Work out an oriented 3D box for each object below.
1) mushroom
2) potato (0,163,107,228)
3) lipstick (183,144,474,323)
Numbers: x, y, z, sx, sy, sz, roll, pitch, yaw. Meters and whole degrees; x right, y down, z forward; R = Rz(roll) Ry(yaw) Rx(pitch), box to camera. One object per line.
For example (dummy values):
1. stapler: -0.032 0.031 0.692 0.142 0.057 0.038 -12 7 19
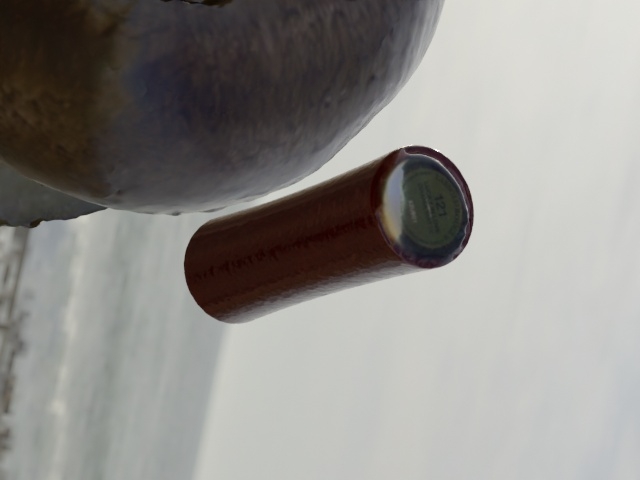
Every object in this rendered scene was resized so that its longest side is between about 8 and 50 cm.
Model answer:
1. mushroom: -0.082 -0.143 0.717 0.163 0.278 0.297 -41 -129 34
2. potato: -0.247 -0.206 1.056 0.319 0.442 0.385 12 -64 59
3. lipstick: 0.000 0.000 1.219 0.241 0.080 0.080 -18 -124 55
